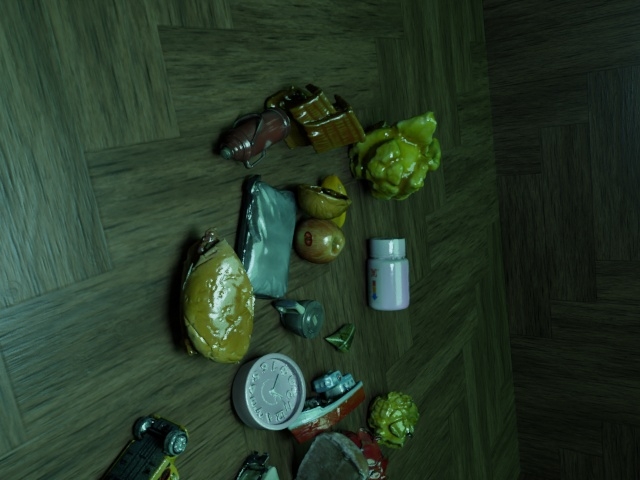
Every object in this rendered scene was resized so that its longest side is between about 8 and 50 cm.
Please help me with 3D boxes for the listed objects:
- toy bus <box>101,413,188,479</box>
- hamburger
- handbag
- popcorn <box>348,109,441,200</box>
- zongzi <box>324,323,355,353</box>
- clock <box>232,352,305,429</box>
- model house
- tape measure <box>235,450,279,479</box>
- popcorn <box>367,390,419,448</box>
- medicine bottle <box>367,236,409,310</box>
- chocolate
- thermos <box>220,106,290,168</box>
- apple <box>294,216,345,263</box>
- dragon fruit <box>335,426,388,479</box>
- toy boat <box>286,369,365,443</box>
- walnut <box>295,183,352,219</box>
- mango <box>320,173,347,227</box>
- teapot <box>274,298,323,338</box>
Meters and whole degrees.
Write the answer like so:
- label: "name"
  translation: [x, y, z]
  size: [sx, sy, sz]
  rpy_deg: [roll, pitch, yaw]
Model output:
- label: "toy bus"
  translation: [-0.395, 0.527, 1.079]
  size: [0.335, 0.121, 0.123]
  rpy_deg: [-54, 140, -38]
- label: "hamburger"
  translation: [-0.252, 0.148, 1.247]
  size: [0.245, 0.155, 0.282]
  rpy_deg: [-51, 125, -31]
- label: "handbag"
  translation: [-0.146, -0.004, 1.456]
  size: [0.191, 0.075, 0.332]
  rpy_deg: [13, 83, -49]
- label: "popcorn"
  translation: [0.282, -0.280, 1.824]
  size: [0.325, 0.321, 0.290]
  rpy_deg: [-9, 98, -35]
- label: "zongzi"
  translation: [0.064, 0.307, 1.767]
  size: [0.113, 0.052, 0.104]
  rpy_deg: [40, 50, -31]
- label: "clock"
  translation: [-0.135, 0.405, 1.422]
  size: [0.197, 0.068, 0.197]
  rpy_deg: [15, 66, -37]
- label: "model house"
  translation: [0.004, -0.359, 1.525]
  size: [0.220, 0.229, 0.199]
  rpy_deg: [-59, 140, -36]
- label: "tape measure"
  translation: [-0.185, 0.711, 1.378]
  size: [0.207, 0.115, 0.235]
  rpy_deg: [-31, 111, -55]
- label: "popcorn"
  translation: [0.270, 0.659, 1.941]
  size: [0.218, 0.169, 0.189]
  rpy_deg: [48, 52, -35]
- label: "medicine bottle"
  translation: [0.244, 0.117, 1.917]
  size: [0.152, 0.152, 0.255]
  rpy_deg: [-4, 94, -54]
- label: "chocolate"
  translation: [0.036, 0.675, 1.521]
  size: [0.100, 0.185, 0.303]
  rpy_deg: [-17, 138, -50]
- label: "thermos"
  translation: [-0.177, -0.262, 1.381]
  size: [0.232, 0.099, 0.124]
  rpy_deg: [-46, 127, -45]
- label: "apple"
  translation: [0.000, 0.000, 1.598]
  size: [0.146, 0.131, 0.146]
  rpy_deg: [-10, 102, -54]
- label: "dragon fruit"
  translation: [0.105, 0.687, 1.665]
  size: [0.192, 0.274, 0.193]
  rpy_deg: [-48, 132, 6]
- label: "toy boat"
  translation: [-0.002, 0.490, 1.605]
  size: [0.332, 0.145, 0.133]
  rpy_deg: [-15, 79, -54]
- label: "walnut"
  translation: [0.000, -0.105, 1.539]
  size: [0.211, 0.167, 0.087]
  rpy_deg: [-24, 135, -74]
- label: "mango"
  translation: [0.041, -0.117, 1.681]
  size: [0.075, 0.098, 0.190]
  rpy_deg: [-14, 107, -44]
- label: "teapot"
  translation: [-0.069, 0.223, 1.529]
  size: [0.149, 0.108, 0.111]
  rpy_deg: [9, 85, -58]
